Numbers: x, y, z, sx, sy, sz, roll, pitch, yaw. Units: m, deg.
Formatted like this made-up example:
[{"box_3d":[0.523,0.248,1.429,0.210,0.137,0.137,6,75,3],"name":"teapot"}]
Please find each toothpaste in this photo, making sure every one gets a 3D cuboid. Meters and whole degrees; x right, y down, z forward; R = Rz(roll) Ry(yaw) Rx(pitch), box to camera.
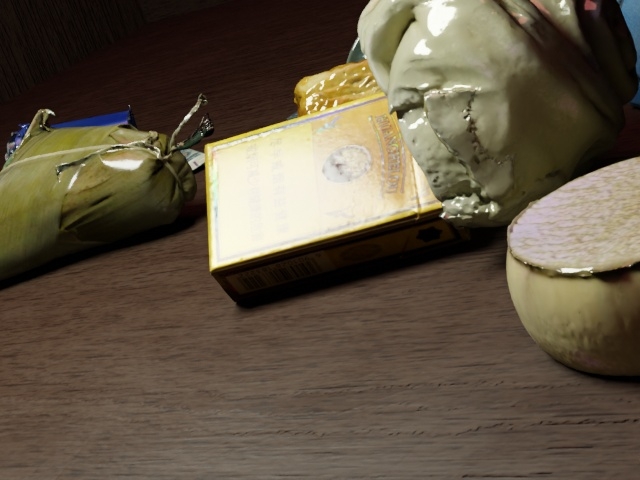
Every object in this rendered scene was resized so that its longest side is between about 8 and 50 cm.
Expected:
[{"box_3d":[-0.266,-0.155,2.217,0.062,0.039,0.239,-32,23,-18],"name":"toothpaste"}]

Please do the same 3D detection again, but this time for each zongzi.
[{"box_3d":[-0.366,-0.030,1.813,0.447,0.181,0.418,3,44,42],"name":"zongzi"}]

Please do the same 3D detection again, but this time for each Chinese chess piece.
[{"box_3d":[0.297,0.010,1.065,0.270,0.112,0.270,-19,18,6],"name":"Chinese chess piece"}]

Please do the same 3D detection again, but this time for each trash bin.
[{"box_3d":[-0.441,-0.147,2.205,0.234,0.163,0.184,-15,19,-2],"name":"trash bin"}]

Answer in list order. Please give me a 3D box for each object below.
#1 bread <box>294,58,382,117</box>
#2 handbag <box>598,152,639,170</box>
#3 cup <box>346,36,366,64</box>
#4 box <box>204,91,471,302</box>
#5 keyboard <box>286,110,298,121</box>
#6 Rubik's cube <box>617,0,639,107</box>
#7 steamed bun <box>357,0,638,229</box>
[{"box_3d":[0.136,-0.167,1.620,0.343,0.195,0.149,-16,-17,8],"name":"bread"},{"box_3d":[0.343,-0.069,1.338,0.111,0.047,0.072,-24,10,4],"name":"handbag"},{"box_3d":[0.158,-0.243,1.860,0.199,0.199,0.150,-28,39,-23],"name":"cup"},{"box_3d":[0.014,-0.060,1.449,0.301,0.084,0.193,-15,56,14],"name":"box"},{"box_3d":[0.025,-0.243,2.200,0.176,0.014,0.055,-10,20,28],"name":"keyboard"},{"box_3d":[0.499,-0.286,1.537,0.207,0.205,0.205,-25,19,-12],"name":"Rubik's cube"},{"box_3d":[0.231,-0.200,1.343,0.237,0.346,0.394,-37,39,39],"name":"steamed bun"}]
